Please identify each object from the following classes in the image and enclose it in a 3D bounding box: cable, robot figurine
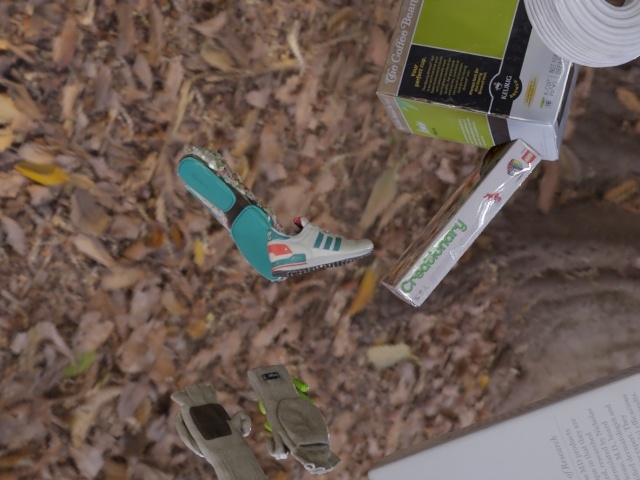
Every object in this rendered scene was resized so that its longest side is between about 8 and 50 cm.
[{"bbox_3d":[0.424,-0.386,1.521,0.257,0.089,0.257,11,88,-20],"label":"cable"},{"bbox_3d":[-0.056,0.288,1.783,0.101,0.115,0.067,-56,176,-10],"label":"robot figurine"}]

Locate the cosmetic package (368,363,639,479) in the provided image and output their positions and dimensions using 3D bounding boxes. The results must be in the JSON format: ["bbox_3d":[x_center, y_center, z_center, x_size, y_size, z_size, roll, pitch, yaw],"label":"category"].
[{"bbox_3d":[0.309,0.293,1.367,0.453,0.161,0.230,-21,170,6],"label":"cosmetic package"}]

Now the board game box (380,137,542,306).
[{"bbox_3d":[0.222,-0.029,1.670,0.305,0.053,0.193,-50,-177,-2],"label":"board game box"}]

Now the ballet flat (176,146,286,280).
[{"bbox_3d":[-0.112,-0.048,1.520,0.091,0.241,0.077,-40,178,32],"label":"ballet flat"}]

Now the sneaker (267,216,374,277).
[{"bbox_3d":[0.000,0.000,1.380,0.161,0.057,0.075,-11,83,-30],"label":"sneaker"}]

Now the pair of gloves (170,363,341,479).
[{"bbox_3d":[-0.098,0.285,1.537,0.240,0.204,0.042,-9,138,-44],"label":"pair of gloves"}]

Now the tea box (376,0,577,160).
[{"bbox_3d":[0.310,-0.354,1.879,0.220,0.324,0.328,41,64,-72],"label":"tea box"}]
